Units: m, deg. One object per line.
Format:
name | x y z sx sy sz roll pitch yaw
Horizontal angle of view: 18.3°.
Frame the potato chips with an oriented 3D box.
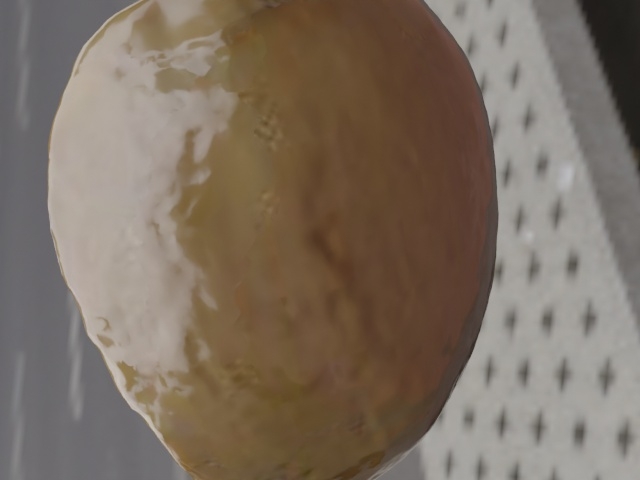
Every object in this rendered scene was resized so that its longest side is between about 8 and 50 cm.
potato chips | 0.001 -0.001 0.692 0.062 0.195 0.208 8 91 52
